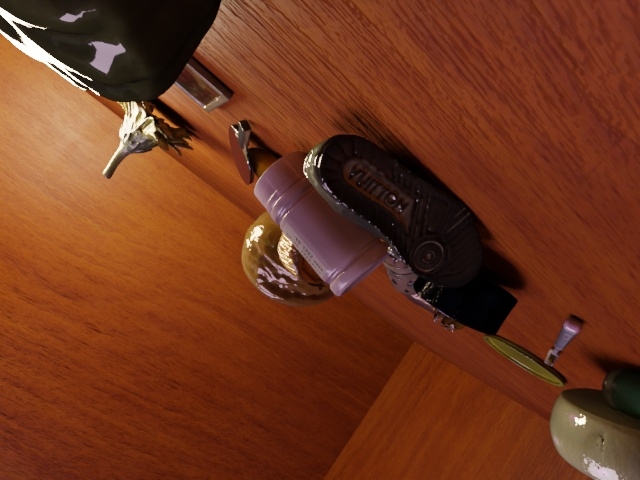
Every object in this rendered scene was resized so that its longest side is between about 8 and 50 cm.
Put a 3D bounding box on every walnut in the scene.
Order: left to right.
[{"bbox_3d":[-0.070,0.053,1.397,0.333,0.333,0.333,35,173,5],"label":"walnut"}]

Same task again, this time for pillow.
[{"bbox_3d":[0.338,0.201,1.446,0.211,0.034,0.135,33,169,5],"label":"pillow"}]

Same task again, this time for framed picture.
[{"bbox_3d":[-0.297,-0.347,0.856,0.289,0.020,0.211,39,172,-24],"label":"framed picture"}]

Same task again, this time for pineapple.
[{"bbox_3d":[0.264,0.108,0.960,0.069,0.116,0.137,15,-132,-32],"label":"pineapple"}]

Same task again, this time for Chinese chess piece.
[{"bbox_3d":[0.528,0.339,0.799,0.250,0.101,0.250,8,-177,0],"label":"Chinese chess piece"}]

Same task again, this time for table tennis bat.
[{"bbox_3d":[-0.171,-0.199,1.024,0.130,0.019,0.220,66,163,9],"label":"table tennis bat"}]

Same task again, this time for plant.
[{"bbox_3d":[-0.562,-0.352,1.427,0.306,0.297,0.261,-125,17,-62],"label":"plant"}]

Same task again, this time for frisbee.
[{"bbox_3d":[0.559,0.328,1.298,0.236,0.017,0.236,35,174,5],"label":"frisbee"}]

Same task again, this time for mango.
[{"bbox_3d":[-0.121,-0.165,1.071,0.187,0.066,0.101,41,178,41],"label":"mango"}]

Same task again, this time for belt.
[{"bbox_3d":[0.239,0.086,0.779,0.198,0.078,0.151,14,-161,-49],"label":"belt"}]

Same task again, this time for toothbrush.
[{"bbox_3d":[0.445,0.192,0.873,0.025,0.030,0.342,27,168,27],"label":"toothbrush"}]

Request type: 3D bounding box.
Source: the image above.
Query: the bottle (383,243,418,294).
[{"bbox_3d":[0.166,0.033,0.914,0.099,0.099,0.152,31,163,35],"label":"bottle"}]

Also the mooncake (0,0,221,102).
[{"bbox_3d":[-0.258,-0.284,0.414,0.351,0.187,0.351,33,175,3],"label":"mooncake"}]

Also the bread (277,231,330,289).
[{"bbox_3d":[-0.001,0.000,1.043,0.199,0.199,0.104,41,175,-40],"label":"bread"}]

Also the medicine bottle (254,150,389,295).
[{"bbox_3d":[0.001,-0.032,0.856,0.250,0.133,0.133,50,175,9],"label":"medicine bottle"}]

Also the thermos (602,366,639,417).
[{"bbox_3d":[0.519,0.246,0.696,0.083,0.073,0.187,37,173,-3],"label":"thermos"}]

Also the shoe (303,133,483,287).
[{"bbox_3d":[0.098,-0.049,0.661,0.293,0.109,0.149,37,-176,-24],"label":"shoe"}]
